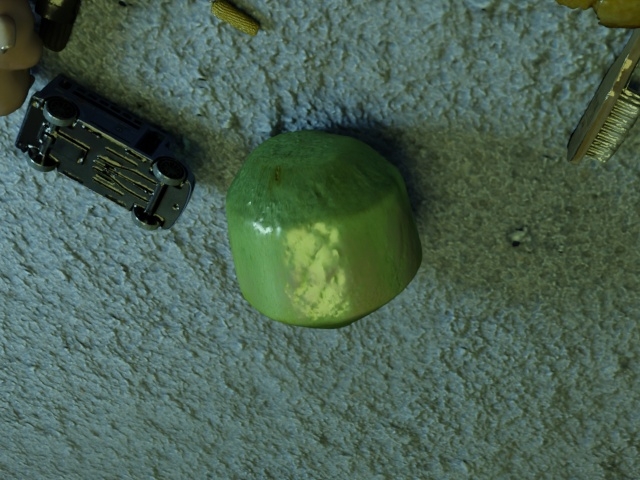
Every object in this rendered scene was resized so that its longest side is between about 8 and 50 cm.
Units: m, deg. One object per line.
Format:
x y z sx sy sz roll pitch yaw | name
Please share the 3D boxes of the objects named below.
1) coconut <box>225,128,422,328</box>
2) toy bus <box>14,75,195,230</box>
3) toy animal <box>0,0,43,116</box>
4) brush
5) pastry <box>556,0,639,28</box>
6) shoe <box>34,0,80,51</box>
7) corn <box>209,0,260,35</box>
0.000 0.000 1.639 0.328 0.281 0.328 10 122 16 | coconut
-0.337 -0.143 1.728 0.292 0.133 0.125 29 128 -5 | toy bus
-0.506 -0.290 1.607 0.166 0.154 0.250 30 145 3 | toy animal
0.429 -0.228 1.443 0.065 0.070 0.327 20 131 0 | brush
0.360 -0.415 1.224 0.356 0.164 0.356 16 130 20 | pastry
-0.410 -0.346 1.627 0.062 0.053 0.159 25 136 0 | shoe
-0.128 -0.330 1.564 0.083 0.028 0.027 29 127 -13 | corn
